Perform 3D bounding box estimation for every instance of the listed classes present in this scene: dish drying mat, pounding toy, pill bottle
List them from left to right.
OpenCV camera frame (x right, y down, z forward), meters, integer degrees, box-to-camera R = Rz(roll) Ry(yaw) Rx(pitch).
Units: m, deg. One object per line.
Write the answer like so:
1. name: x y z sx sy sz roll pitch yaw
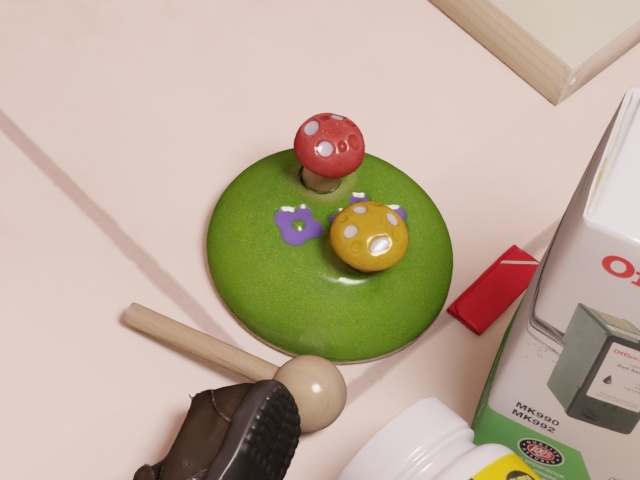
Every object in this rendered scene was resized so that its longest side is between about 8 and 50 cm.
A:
1. pounding toy: 0.000 0.000 1.216 0.183 0.110 0.237 33 55 12
2. dish drying mat: 0.130 0.035 1.279 0.032 0.008 0.083 39 57 15
3. pill bottle: 0.111 0.205 1.090 0.119 0.119 0.208 -35 68 -29

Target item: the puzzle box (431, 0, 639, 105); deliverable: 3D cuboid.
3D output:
1. puzzle box: 0.242 -0.310 1.516 0.409 0.052 0.272 -36 68 -30

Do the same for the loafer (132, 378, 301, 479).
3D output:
1. loafer: -0.088 0.183 1.103 0.078 0.080 0.220 5 48 34

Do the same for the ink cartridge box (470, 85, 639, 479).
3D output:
1. ink cartridge box: 0.235 0.064 1.107 0.211 0.289 0.121 23 54 5
